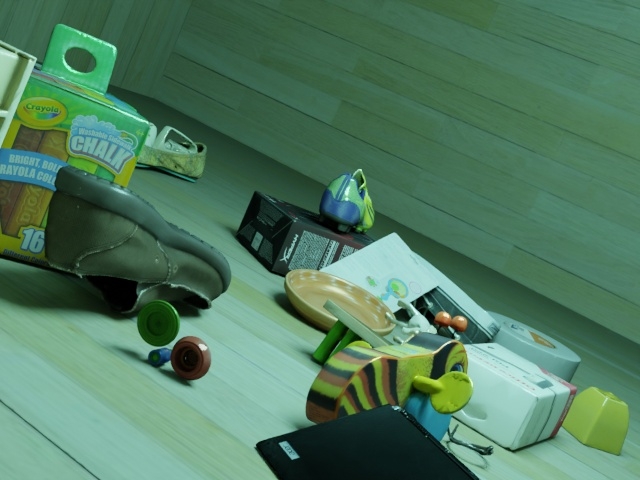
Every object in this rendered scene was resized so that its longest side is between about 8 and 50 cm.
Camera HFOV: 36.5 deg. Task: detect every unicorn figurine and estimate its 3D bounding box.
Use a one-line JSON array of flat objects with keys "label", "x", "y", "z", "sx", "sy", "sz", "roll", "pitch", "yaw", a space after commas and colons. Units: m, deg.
[{"label": "unicorn figurine", "x": 0.141, "y": 0.138, "z": 1.415, "sx": 0.111, "sy": 0.060, "sz": 0.162, "roll": 35, "pitch": -5, "yaw": 47}]

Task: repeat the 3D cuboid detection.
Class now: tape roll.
[{"label": "tape roll", "x": 0.403, "y": 0.219, "z": 1.932, "sx": 0.219, "sy": 0.072, "sz": 0.219, "roll": 24, "pitch": 9, "yaw": -4}]

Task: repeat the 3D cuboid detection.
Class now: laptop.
[{"label": "laptop", "x": 0.104, "y": 0.277, "z": 0.946, "sx": 0.264, "sy": 0.136, "sz": 0.234, "roll": 49, "pitch": -6, "yaw": -33}]

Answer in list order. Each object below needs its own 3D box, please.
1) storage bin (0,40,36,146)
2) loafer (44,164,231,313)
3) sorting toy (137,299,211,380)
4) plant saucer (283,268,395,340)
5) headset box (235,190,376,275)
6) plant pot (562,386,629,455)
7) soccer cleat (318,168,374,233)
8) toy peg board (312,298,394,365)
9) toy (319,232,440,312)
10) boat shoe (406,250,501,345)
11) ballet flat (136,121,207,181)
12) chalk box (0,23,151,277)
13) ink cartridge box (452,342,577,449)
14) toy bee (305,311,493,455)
[{"label": "storage bin", "x": -0.475, "y": -0.129, "z": 1.008, "sx": 0.262, "sy": 0.260, "sz": 0.123, "roll": 28, "pitch": 8, "yaw": 21}, {"label": "loafer", "x": -0.236, "y": 0.026, "z": 1.208, "sx": 0.134, "sy": 0.130, "sz": 0.366, "roll": 21, "pitch": -10, "yaw": 27}, {"label": "sorting toy", "x": -0.160, "y": 0.113, "z": 1.074, "sx": 0.102, "sy": 0.061, "sz": 0.042, "roll": 50, "pitch": 14, "yaw": 12}, {"label": "plant saucer", "x": 0.029, "y": 0.111, "z": 1.611, "sx": 0.200, "sy": 0.037, "sz": 0.200, "roll": 22, "pitch": 17, "yaw": -7}, {"label": "headset box", "x": 0.008, "y": 0.020, "z": 1.940, "sx": 0.293, "sy": 0.110, "sz": 0.218, "roll": 20, "pitch": 9, "yaw": -28}, {"label": "plant pot", "x": 0.459, "y": 0.291, "z": 1.599, "sx": 0.081, "sy": 0.083, "sz": 0.081, "roll": 21, "pitch": 10, "yaw": -23}, {"label": "soccer cleat", "x": 0.069, "y": -0.082, "z": 1.940, "sx": 0.093, "sy": 0.121, "sz": 0.289, "roll": 25, "pitch": 7, "yaw": 10}, {"label": "toy peg board", "x": 0.077, "y": 0.177, "z": 1.345, "sx": 0.160, "sy": 0.079, "sz": 0.161, "roll": 37, "pitch": -1, "yaw": -39}, {"label": "toy", "x": 0.104, "y": 0.081, "z": 1.802, "sx": 0.137, "sy": 0.056, "sz": 0.237, "roll": 50, "pitch": 39, "yaw": 14}, {"label": "boat shoe", "x": 0.221, "y": 0.123, "z": 1.915, "sx": 0.306, "sy": 0.105, "sz": 0.113, "roll": 42, "pitch": -2, "yaw": 40}, {"label": "ballet flat", "x": -0.402, "y": -0.227, "z": 2.329, "sx": 0.123, "sy": 0.123, "sz": 0.348, "roll": 30, "pitch": 11, "yaw": 36}, {"label": "chalk box", "x": -0.350, "y": -0.130, "z": 1.261, "sx": 0.180, "sy": 0.289, "sz": 0.179, "roll": 18, "pitch": 10, "yaw": -34}, {"label": "ink cartridge box", "x": 0.273, "y": 0.228, "z": 1.454, "sx": 0.158, "sy": 0.092, "sz": 0.218, "roll": 28, "pitch": 11, "yaw": 28}, {"label": "toy bee", "x": 0.108, "y": 0.158, "z": 1.165, "sx": 0.195, "sy": 0.162, "sz": 0.298, "roll": 13, "pitch": -4, "yaw": 25}]
